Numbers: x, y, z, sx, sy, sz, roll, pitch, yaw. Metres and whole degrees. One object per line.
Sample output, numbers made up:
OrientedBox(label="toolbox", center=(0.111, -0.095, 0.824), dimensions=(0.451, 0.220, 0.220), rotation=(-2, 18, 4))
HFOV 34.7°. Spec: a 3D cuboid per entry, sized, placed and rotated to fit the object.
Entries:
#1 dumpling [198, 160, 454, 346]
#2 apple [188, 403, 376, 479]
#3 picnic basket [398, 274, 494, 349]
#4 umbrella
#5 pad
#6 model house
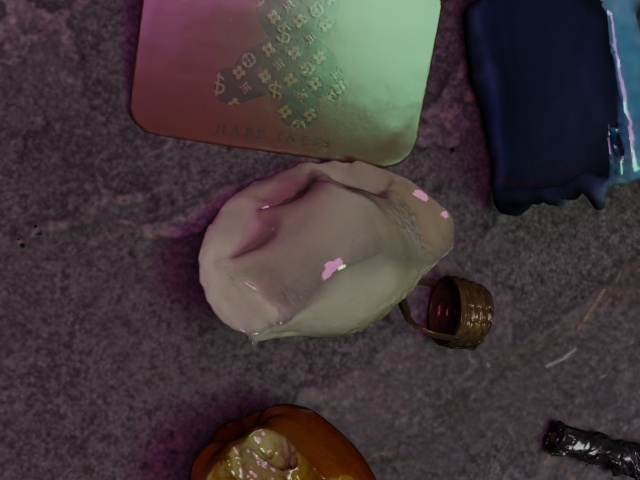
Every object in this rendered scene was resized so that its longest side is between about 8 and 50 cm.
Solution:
OrientedBox(label="dumpling", center=(0.004, -0.002, 0.899), dimensions=(0.216, 0.126, 0.166), rotation=(-31, 69, 1))
OrientedBox(label="apple", center=(-0.030, 0.221, 0.866), dimensions=(0.156, 0.147, 0.158), rotation=(-22, 83, 19))
OrientedBox(label="picnic basket", center=(0.109, 0.064, 0.937), dimensions=(0.083, 0.072, 0.072), rotation=(10, 86, -22))
OrientedBox(label="umbrella", center=(0.288, 0.209, 0.992), dimensions=(0.144, 0.037, 0.040), rotation=(16, 72, -10))
OrientedBox(label="pad", center=(-0.029, -0.166, 0.916), dimensions=(0.267, 0.004, 0.181), rotation=(6, 105, -13))
OrientedBox(label="model house", center=(0.305, -0.161, 0.907), dimensions=(0.303, 0.237, 0.215), rotation=(-14, 94, -15))
